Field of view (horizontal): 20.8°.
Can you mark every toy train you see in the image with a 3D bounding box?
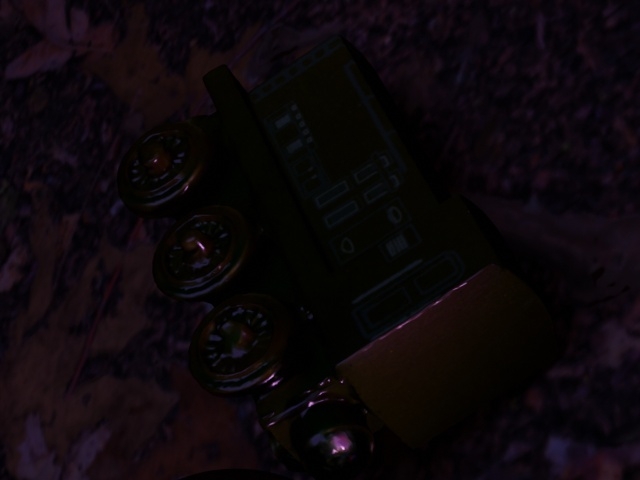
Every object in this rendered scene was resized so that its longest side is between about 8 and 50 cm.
[{"bbox_3d":[0.000,0.000,0.766,0.137,0.090,0.225,-33,45,7],"label":"toy train"}]

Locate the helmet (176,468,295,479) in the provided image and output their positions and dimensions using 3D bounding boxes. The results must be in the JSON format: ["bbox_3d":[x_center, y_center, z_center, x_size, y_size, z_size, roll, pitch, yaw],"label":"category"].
[{"bbox_3d":[-0.027,0.148,0.713,0.106,0.155,0.175,-45,30,-7],"label":"helmet"}]
